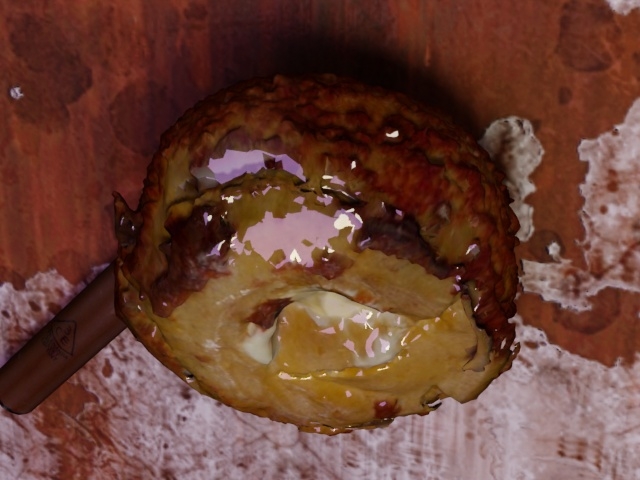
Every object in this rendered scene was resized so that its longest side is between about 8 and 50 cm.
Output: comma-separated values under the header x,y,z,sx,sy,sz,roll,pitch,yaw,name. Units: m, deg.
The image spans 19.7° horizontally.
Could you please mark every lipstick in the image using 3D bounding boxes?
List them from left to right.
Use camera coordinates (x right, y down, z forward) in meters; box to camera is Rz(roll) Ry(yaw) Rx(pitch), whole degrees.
x,y,z,sx,sy,sz,roll,pitch,yaw,name
-0.193,0.056,1.713,0.057,0.057,0.356,45,124,-8,lipstick

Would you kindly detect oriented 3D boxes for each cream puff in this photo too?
x,y,z,sx,sy,sz,roll,pitch,yaw,name
-0.001,-0.003,1.492,0.350,0.229,0.350,2,141,2,cream puff
